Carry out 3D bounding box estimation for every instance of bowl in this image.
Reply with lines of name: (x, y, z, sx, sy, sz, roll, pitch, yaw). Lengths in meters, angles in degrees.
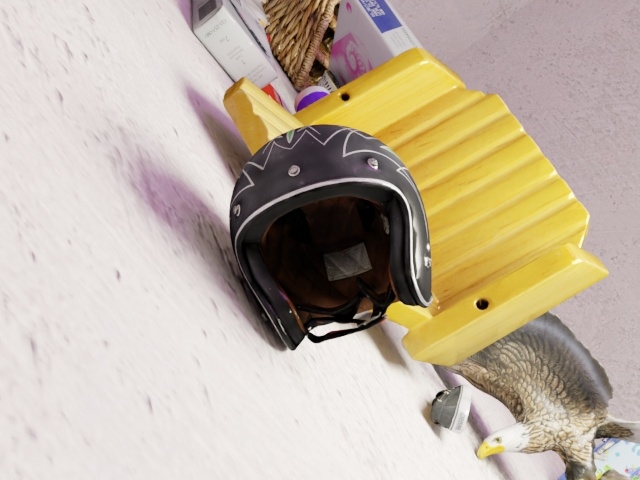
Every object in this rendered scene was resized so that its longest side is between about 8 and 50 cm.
bowl: (0.030, -0.243, 1.792, 0.170, 0.080, 0.170, 53, 10, -14)

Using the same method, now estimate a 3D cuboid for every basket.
basket: (0.017, -0.436, 1.975, 0.223, 0.213, 0.299, 57, 11, 14)

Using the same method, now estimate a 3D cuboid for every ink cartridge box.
ink cartridge box: (0.123, -0.264, 1.705, 0.324, 0.071, 0.330, 58, -21, 23)
ink cartridge box: (-0.100, -0.277, 1.381, 0.239, 0.060, 0.275, 48, 12, -27)

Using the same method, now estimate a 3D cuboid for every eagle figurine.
eagle figurine: (0.275, 0.209, 1.178, 0.225, 0.226, 0.298, 1, 57, -53)

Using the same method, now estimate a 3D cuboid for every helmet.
helmet: (0.006, -0.010, 0.719, 0.169, 0.170, 0.161, -44, 115, -80)

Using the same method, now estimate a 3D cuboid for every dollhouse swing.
dollhouse swing: (0.113, -0.082, 1.025, 0.346, 0.315, 0.305, 60, -1, 27)

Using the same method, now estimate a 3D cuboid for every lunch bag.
lunch bag: (0.504, 0.416, 1.580, 0.090, 0.176, 0.219, 56, 7, 35)

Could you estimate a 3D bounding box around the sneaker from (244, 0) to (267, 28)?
sneaker: (-0.146, -0.494, 1.685, 0.099, 0.121, 0.262, 37, 21, -57)

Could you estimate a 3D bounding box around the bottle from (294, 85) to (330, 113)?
bottle: (0.028, -0.140, 1.417, 0.118, 0.092, 0.282, 46, 13, -44)

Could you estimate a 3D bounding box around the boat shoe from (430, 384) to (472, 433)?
boat shoe: (0.150, 0.189, 1.055, 0.040, 0.049, 0.142, 17, 0, 9)

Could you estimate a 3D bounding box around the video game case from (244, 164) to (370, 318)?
video game case: (0.000, 0.000, 1.045, 0.201, 0.023, 0.183, 55, 10, 9)

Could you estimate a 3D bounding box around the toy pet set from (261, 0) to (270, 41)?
toy pet set: (-0.145, -0.447, 1.778, 0.122, 0.065, 0.114, -17, 107, -76)
